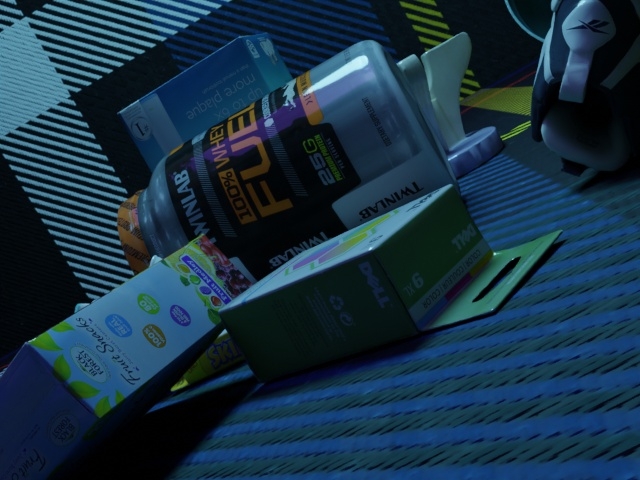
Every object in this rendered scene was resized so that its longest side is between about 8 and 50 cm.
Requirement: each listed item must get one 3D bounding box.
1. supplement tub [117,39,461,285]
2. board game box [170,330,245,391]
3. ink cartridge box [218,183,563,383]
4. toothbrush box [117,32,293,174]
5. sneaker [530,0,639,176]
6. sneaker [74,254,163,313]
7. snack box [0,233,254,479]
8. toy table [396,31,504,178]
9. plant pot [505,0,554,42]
[{"bbox_3d":[-0.035,-0.048,0.946,0.316,0.194,0.193,-29,6,12],"label":"supplement tub"},{"bbox_3d":[-0.013,0.051,0.802,0.259,0.039,0.124,-30,5,21],"label":"board game box"},{"bbox_3d":[0.041,0.023,0.616,0.209,0.062,0.109,-24,8,43],"label":"ink cartridge box"},{"bbox_3d":[-0.106,-0.108,1.306,0.216,0.295,0.126,-26,8,20],"label":"toothbrush box"},{"bbox_3d":[0.220,-0.108,0.747,0.235,0.094,0.153,55,-128,-68],"label":"sneaker"},{"bbox_3d":[-0.198,0.102,0.828,0.212,0.094,0.080,-42,0,-16],"label":"sneaker"},{"bbox_3d":[-0.157,0.102,0.657,0.174,0.070,0.207,-47,-5,31],"label":"snack box"},{"bbox_3d":[0.130,-0.159,1.276,0.252,0.161,0.274,-31,5,-19],"label":"toy table"},{"bbox_3d":[0.482,-0.442,1.596,0.293,0.293,0.196,-27,-20,24],"label":"plant pot"}]
